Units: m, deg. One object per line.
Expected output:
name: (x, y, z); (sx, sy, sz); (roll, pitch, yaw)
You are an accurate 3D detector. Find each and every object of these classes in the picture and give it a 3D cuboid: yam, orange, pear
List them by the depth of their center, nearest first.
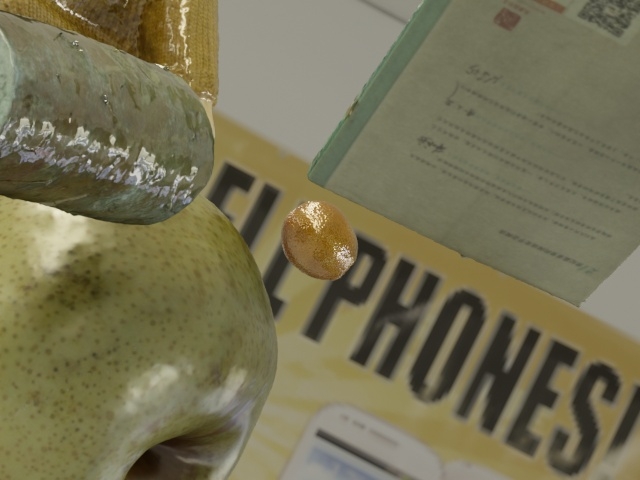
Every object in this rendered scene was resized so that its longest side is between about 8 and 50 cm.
yam: (-0.078, -0.035, 0.435); (0.054, 0.054, 0.132); (25, 5, 20)
pear: (-0.096, 0.051, 0.566); (0.137, 0.167, 0.167); (33, -5, 19)
orange: (0.000, 0.000, 1.514); (0.085, 0.085, 0.085); (27, -7, 4)

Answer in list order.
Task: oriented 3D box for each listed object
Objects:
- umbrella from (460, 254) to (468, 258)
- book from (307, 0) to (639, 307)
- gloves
umbrella: (0.174, -0.009, 1.427); (0.144, 0.067, 0.062); (12, 24, -32)
book: (0.139, -0.078, 0.886); (0.215, 0.025, 0.282); (25, -41, -12)
gloves: (-0.181, -0.173, 1.181); (0.203, 0.356, 0.155); (10, -31, -17)
